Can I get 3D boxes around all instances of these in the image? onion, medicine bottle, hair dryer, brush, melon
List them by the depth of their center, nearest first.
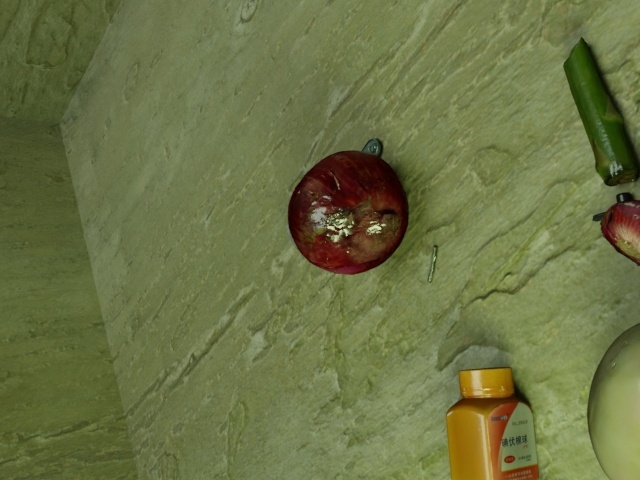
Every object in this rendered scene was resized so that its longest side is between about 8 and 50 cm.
[{"bbox_3d":[0.515,0.250,1.241,0.223,0.223,0.317,44,148,44],"label":"melon"},{"bbox_3d":[0.539,-0.030,1.348,0.140,0.150,0.150,-47,40,-11],"label":"onion"},{"bbox_3d":[0.508,-0.050,1.453,0.083,0.026,0.047,-27,65,56],"label":"hair dryer"},{"bbox_3d":[0.320,0.352,1.569,0.112,0.149,0.222,-14,77,50],"label":"medicine bottle"},{"bbox_3d":[0.065,-0.056,1.816,0.276,0.276,0.276,-4,85,52],"label":"onion"},{"bbox_3d":[0.046,-0.140,2.020,0.297,0.060,0.068,-52,47,37],"label":"brush"}]

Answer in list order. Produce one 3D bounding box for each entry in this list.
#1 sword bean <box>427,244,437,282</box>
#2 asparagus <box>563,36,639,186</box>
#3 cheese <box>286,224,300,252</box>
[{"bbox_3d":[0.242,0.051,1.798,0.012,0.012,0.083,19,102,51],"label":"sword bean"},{"bbox_3d":[0.482,-0.226,1.461,0.067,0.060,0.277,-47,52,53],"label":"asparagus"},{"bbox_3d":[0.000,0.000,2.054,0.245,0.052,0.135,11,129,47],"label":"cheese"}]
